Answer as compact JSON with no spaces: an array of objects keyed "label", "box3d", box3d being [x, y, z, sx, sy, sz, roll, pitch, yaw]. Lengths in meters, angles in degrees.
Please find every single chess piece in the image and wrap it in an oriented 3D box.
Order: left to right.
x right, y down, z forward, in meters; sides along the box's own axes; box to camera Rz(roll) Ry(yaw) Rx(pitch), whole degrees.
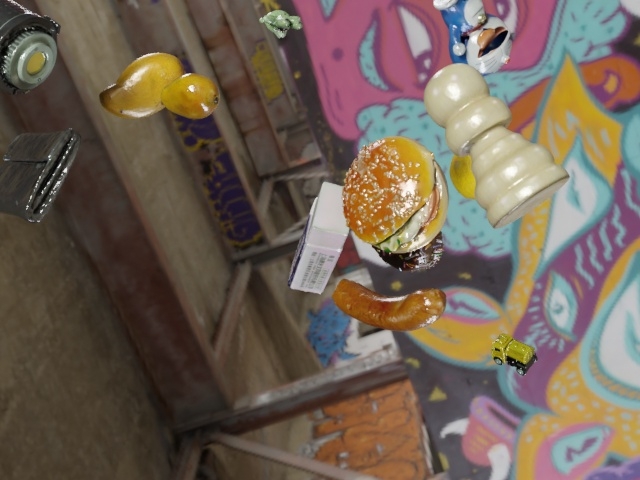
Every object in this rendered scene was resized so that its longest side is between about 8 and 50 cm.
[{"label":"chess piece","box3d":[0.301,-0.186,1.551,0.300,0.167,0.167,58,-174,14]}]

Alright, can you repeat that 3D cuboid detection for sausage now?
[{"label":"sausage","box3d":[0.149,0.143,1.848,0.076,0.302,0.103,-16,-76,-41]}]

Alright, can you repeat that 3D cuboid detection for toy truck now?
[{"label":"toy truck","box3d":[0.372,0.217,1.655,0.083,0.049,0.054,23,143,38]}]

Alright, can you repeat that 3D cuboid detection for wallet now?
[{"label":"wallet","box3d":[-0.692,-0.159,2.024,0.062,0.406,0.228,29,-101,-33]}]

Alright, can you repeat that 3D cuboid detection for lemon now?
[{"label":"lemon","box3d":[0.480,-0.222,2.519,0.257,0.188,0.188,118,149,-46]}]

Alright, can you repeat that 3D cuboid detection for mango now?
[{"label":"mango","box3d":[-0.511,-0.445,2.474,0.157,0.262,0.109,63,173,-22]},{"label":"mango","box3d":[-0.300,-0.331,1.981,0.111,0.163,0.089,44,-120,-20]}]

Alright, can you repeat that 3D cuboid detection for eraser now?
[{"label":"eraser","box3d":[0.000,0.000,1.881,0.287,0.086,0.130,112,170,-58]}]

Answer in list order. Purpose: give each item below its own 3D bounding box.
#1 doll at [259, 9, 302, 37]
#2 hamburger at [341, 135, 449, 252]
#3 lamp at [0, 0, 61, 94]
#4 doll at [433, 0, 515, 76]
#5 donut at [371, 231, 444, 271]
[{"label":"doll","box3d":[-0.109,-0.615,2.429,0.150,0.115,0.078,-146,53,-62]},{"label":"hamburger","box3d":[0.143,-0.089,1.633,0.147,0.237,0.237,0,-111,-56]},{"label":"lamp","box3d":[-0.779,-0.481,2.046,0.374,0.205,0.272,-5,-144,-46]},{"label":"doll","box3d":[0.384,-0.533,2.131,0.215,0.161,0.257,-55,-53,-22]},{"label":"donut","box3d":[0.206,-0.022,2.153,0.235,0.089,0.235,33,138,36]}]
